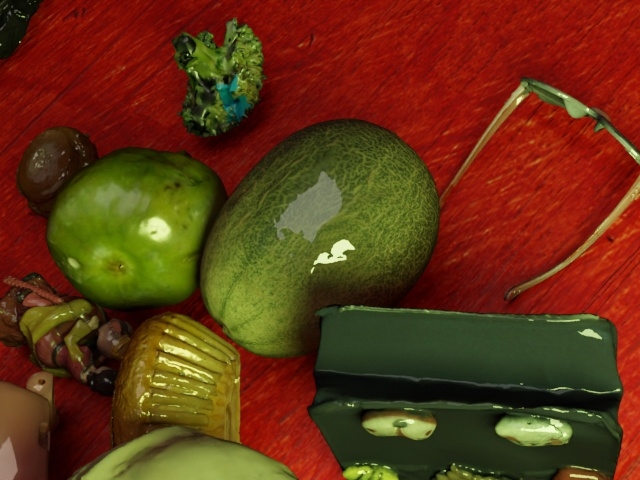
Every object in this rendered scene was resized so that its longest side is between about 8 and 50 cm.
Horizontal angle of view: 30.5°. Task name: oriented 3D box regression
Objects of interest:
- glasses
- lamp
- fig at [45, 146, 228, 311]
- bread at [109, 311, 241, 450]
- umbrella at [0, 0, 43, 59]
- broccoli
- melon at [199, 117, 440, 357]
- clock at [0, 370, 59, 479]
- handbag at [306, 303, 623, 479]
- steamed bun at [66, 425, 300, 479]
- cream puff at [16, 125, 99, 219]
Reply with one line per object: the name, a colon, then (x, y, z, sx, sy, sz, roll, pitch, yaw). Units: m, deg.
glasses: (0.282, -0.066, 1.532, 0.268, 0.118, 0.234, -51, 57, 6)
lamp: (-0.318, 0.128, 1.538, 0.253, 0.118, 0.118, 19, 65, 32)
fig: (-0.214, -0.050, 1.555, 0.233, 0.233, 0.314, 14, 51, 25)
bread: (-0.168, 0.203, 1.376, 0.139, 0.240, 0.240, 5, 59, 8)
umbrella: (-0.572, -0.310, 1.917, 0.113, 0.106, 0.358, 20, 65, 31)
broccoli: (-0.157, -0.241, 1.708, 0.167, 0.160, 0.154, -40, 53, 12)
melon: (0.000, 0.000, 1.448, 0.329, 0.248, 0.248, -44, 56, -6)
clock: (-0.443, 0.268, 1.426, 0.241, 0.142, 0.227, 0, 54, -10)
handbag: (0.157, 0.192, 1.225, 0.303, 0.329, 0.122, 1, 59, 12)
steamed bun: (-0.162, 0.339, 1.194, 0.309, 0.324, 0.219, -14, 30, -23)
cream puff: (-0.373, -0.092, 1.711, 0.126, 0.103, 0.144, -22, 52, 19)
